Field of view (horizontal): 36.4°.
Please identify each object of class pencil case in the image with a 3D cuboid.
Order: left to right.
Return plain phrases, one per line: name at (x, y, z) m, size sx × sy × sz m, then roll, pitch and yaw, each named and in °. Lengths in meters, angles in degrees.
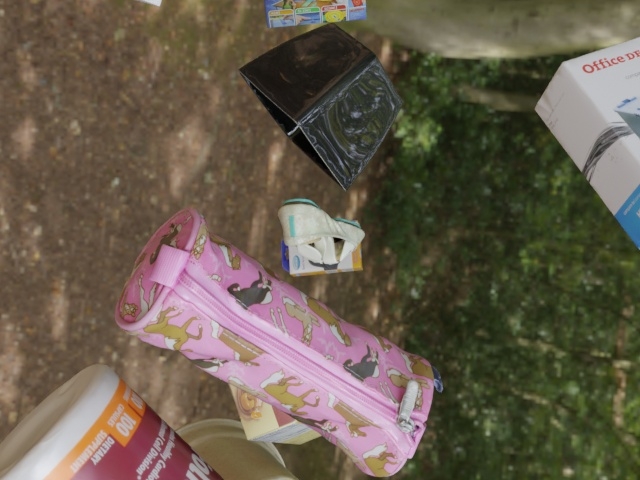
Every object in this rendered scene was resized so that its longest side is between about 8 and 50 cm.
pencil case at (-0.044, 0.118, 1.095) m, size 0.167 × 0.386 × 0.160 m, roll -37°, pitch -151°, yaw 37°

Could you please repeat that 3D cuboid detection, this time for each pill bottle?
pill bottle at (-0.204, 0.357, 1.164) m, size 0.392 × 0.224 × 0.224 m, roll 47°, pitch 24°, yaw -13°

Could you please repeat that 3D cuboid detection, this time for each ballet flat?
ballet flat at (0.000, 0.000, 1.000) m, size 0.168 × 0.057 × 0.052 m, roll 23°, pitch 61°, yaw -63°

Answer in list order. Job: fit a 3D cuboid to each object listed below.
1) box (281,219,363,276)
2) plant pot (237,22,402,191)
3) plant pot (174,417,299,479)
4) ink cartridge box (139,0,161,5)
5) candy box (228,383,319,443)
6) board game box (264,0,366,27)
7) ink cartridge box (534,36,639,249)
box at (0.000, 0.014, 1.620) m, size 0.028 × 0.136 × 0.081 m, roll 54°, pitch 31°, yaw -74°
plant pot at (0.015, -0.226, 1.533) m, size 0.167 × 0.188 × 0.187 m, roll -43°, pitch 139°, yaw -3°
plant pot at (-0.142, 0.507, 1.742) m, size 0.305 × 0.333 × 0.334 m, roll -2°, pitch -99°, yaw 63°
ink cartridge box at (-0.147, -0.218, 0.783) m, size 0.028 × 0.083 × 0.048 m, roll 9°, pitch 102°, yaw -53°
candy box at (-0.067, 0.235, 1.610) m, size 0.316 × 0.087 × 0.183 m, roll 42°, pitch 25°, yaw -71°
board game box at (-0.012, -0.487, 1.902) m, size 0.136 × 0.201 × 0.035 m, roll 85°, pitch 0°, yaw -51°
ink cartridge box at (0.332, -0.105, 0.982) m, size 0.191 × 0.139 × 0.082 m, roll 60°, pitch -24°, yaw 22°
